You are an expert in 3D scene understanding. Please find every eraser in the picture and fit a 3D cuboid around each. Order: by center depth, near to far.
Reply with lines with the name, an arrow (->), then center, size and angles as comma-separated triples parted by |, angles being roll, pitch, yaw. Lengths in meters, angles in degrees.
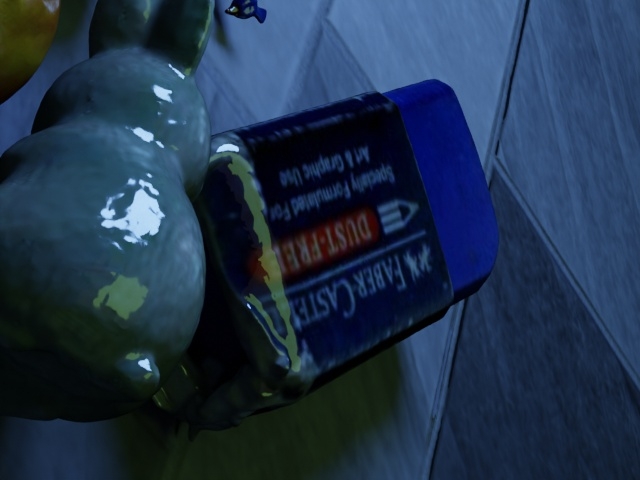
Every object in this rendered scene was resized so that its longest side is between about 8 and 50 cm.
eraser -> 0.000, 0.000, 1.144 | 0.332, 0.102, 0.155 | -22, 95, -60

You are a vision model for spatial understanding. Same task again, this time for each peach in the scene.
peach -> -0.173, -0.109, 0.906 | 0.101, 0.101, 0.100 | 36, 46, -48

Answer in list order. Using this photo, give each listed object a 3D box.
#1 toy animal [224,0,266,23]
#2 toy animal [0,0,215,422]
toy animal -> -0.065, -0.243, 1.225 | 0.075, 0.041, 0.217 | 30, 46, -53
toy animal -> -0.099, -0.029, 0.931 | 0.127, 0.125, 0.251 | 31, 54, -10
